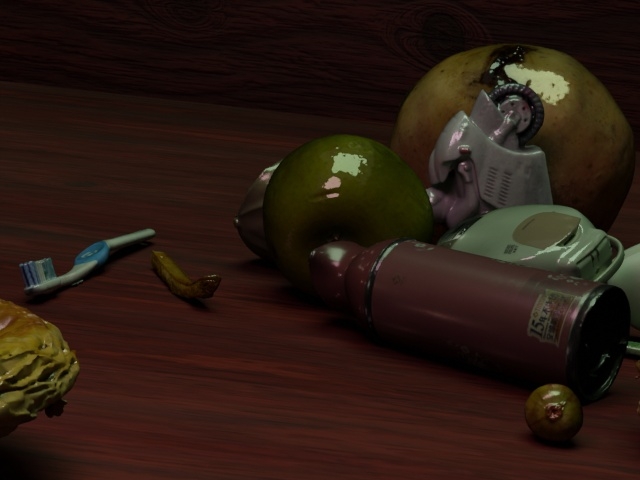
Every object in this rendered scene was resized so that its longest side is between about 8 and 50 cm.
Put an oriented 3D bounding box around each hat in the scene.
[{"bbox_3d":[0.000,0.000,1.742,0.144,0.166,0.173,-30,56,-30],"label":"hat"}]

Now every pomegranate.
[{"bbox_3d":[0.243,-0.107,1.878,0.322,0.322,0.322,6,11,-1],"label":"pomegranate"}]

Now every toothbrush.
[{"bbox_3d":[-0.258,0.022,1.662,0.040,0.040,0.386,8,8,11],"label":"toothbrush"}]

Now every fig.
[{"bbox_3d":[0.196,0.147,1.235,0.050,0.050,0.083,6,-8,1],"label":"fig"}]

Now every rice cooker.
[{"bbox_3d":[0.220,0.034,1.549,0.206,0.127,0.145,14,39,39],"label":"rice cooker"}]

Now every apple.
[{"bbox_3d":[0.027,-0.020,1.615,0.196,0.196,0.157,7,22,6],"label":"apple"}]

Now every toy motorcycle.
[{"bbox_3d":[0.192,-0.049,1.692,0.170,0.260,0.110,-7,12,2],"label":"toy motorcycle"}]

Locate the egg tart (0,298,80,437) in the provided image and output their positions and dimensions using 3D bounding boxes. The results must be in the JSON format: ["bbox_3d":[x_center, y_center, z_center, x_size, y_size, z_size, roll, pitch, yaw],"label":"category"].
[{"bbox_3d":[-0.312,0.107,0.976,0.294,0.116,0.295,6,14,-1],"label":"egg tart"}]

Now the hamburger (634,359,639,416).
[{"bbox_3d":[0.349,0.128,1.206,0.191,0.118,0.182,19,14,37],"label":"hamburger"}]

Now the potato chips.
[{"bbox_3d":[-0.155,0.040,1.611,0.026,0.037,0.204,12,3,-23],"label":"potato chips"}]

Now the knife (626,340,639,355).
[{"bbox_3d":[0.379,0.122,1.506,0.293,0.020,0.043,10,8,24],"label":"knife"}]

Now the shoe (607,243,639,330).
[{"bbox_3d":[0.447,0.068,1.476,0.363,0.132,0.160,1,11,31],"label":"shoe"}]

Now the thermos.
[{"bbox_3d":[0.141,0.062,1.445,0.330,0.110,0.136,14,17,36],"label":"thermos"}]
